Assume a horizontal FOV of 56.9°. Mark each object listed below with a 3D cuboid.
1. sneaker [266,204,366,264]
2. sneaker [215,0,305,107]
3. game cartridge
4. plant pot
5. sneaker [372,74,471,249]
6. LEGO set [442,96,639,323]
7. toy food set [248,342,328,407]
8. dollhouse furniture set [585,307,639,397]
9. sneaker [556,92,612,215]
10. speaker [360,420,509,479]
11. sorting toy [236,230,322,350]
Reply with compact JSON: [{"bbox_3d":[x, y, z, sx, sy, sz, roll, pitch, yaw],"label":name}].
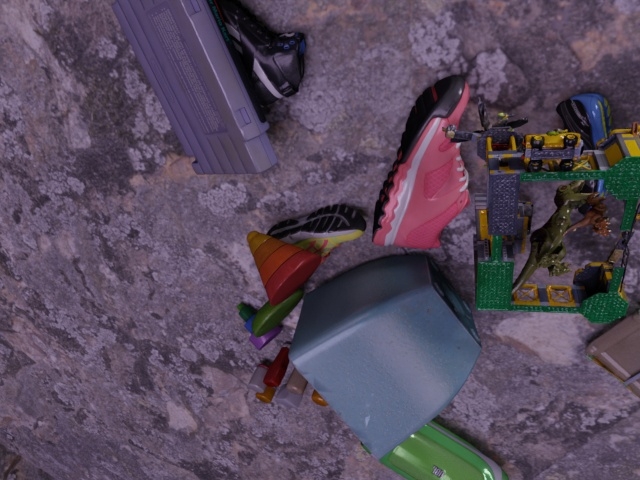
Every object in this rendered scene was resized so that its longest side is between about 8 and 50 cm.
[{"bbox_3d":[0.000,0.000,1.083,0.209,0.081,0.094,-11,123,35],"label":"sneaker"},{"bbox_3d":[-0.092,-0.325,0.918,0.121,0.079,0.216,-16,114,18],"label":"sneaker"},{"bbox_3d":[-0.206,-0.272,0.943,0.230,0.068,0.355,4,125,48],"label":"game cartridge"},{"bbox_3d":[0.130,0.165,1.035,0.252,0.248,0.247,-37,103,17],"label":"plant pot"},{"bbox_3d":[0.184,-0.111,0.931,0.136,0.115,0.313,15,130,-4],"label":"sneaker"},{"bbox_3d":[0.320,-0.050,0.833,0.255,0.192,0.331,-7,128,18],"label":"LEGO set"},{"bbox_3d":[-0.065,0.293,1.296,0.111,0.104,0.232,42,146,-23],"label":"toy food set"},{"bbox_3d":[0.607,0.145,0.930,0.197,0.151,0.301,46,147,16],"label":"dollhouse furniture set"},{"bbox_3d":[0.382,-0.124,0.860,0.078,0.067,0.188,8,128,43],"label":"sneaker"},{"bbox_3d":[0.238,0.459,1.238,0.297,0.131,0.131,31,127,1],"label":"speaker"},{"bbox_3d":[-0.112,0.092,1.136,0.126,0.127,0.365,45,148,12],"label":"sorting toy"}]
